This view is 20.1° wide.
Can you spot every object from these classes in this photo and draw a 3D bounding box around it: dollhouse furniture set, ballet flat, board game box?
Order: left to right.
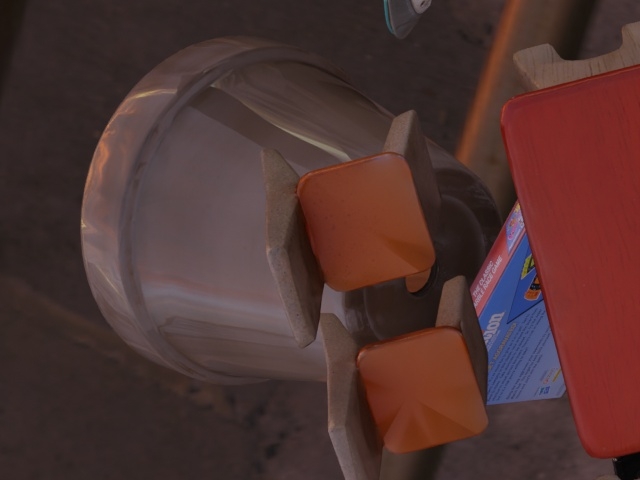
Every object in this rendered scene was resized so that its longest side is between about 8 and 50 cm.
[{"bbox_3d":[0.093,-0.284,1.866,0.068,0.213,0.072,5,54,18],"label":"ballet flat"},{"bbox_3d":[0.188,0.029,1.434,0.027,0.145,0.281,59,138,37],"label":"board game box"},{"bbox_3d":[0.133,0.054,0.663,0.262,0.135,0.259,-15,116,7],"label":"dollhouse furniture set"}]

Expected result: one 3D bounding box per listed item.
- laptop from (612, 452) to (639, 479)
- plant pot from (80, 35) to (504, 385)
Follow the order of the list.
[{"bbox_3d":[0.378,0.138,1.935,0.234,0.264,0.136,-30,52,-6],"label":"laptop"},{"bbox_3d":[0.000,0.000,1.578,0.280,0.323,0.323,20,100,47],"label":"plant pot"}]
